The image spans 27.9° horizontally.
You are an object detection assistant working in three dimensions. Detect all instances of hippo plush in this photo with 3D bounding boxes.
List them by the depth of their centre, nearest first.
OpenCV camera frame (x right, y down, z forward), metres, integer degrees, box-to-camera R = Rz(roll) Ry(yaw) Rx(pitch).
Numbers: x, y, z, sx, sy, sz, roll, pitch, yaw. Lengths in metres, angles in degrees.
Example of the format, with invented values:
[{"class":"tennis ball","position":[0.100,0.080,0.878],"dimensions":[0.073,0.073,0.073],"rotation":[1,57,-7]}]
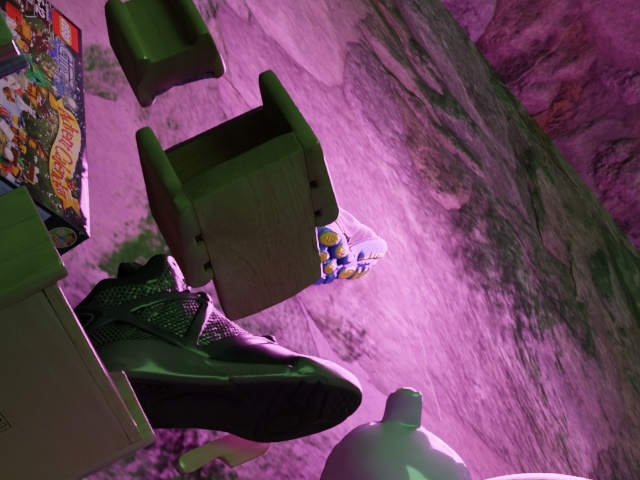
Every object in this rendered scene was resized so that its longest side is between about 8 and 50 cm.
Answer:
[{"class":"hippo plush","position":[0.087,0.267,1.023],"dimensions":[0.237,0.234,0.294],"rotation":[33,-2,17]}]

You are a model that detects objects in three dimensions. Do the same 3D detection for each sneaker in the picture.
[{"class":"sneaker","position":[-0.076,0.074,0.926],"dimensions":[0.228,0.087,0.130],"rotation":[9,43,-28]},{"class":"sneaker","position":[0.000,0.000,1.322],"dimensions":[0.078,0.067,0.188],"rotation":[44,17,21]}]

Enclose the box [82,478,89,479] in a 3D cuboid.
[{"class":"box","position":[-0.138,0.198,0.750],"dimensions":[0.178,0.042,0.109],"rotation":[41,28,-39]}]

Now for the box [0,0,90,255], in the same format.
[{"class":"box","position":[-0.239,-0.115,0.934],"dimensions":[0.159,0.044,0.233],"rotation":[39,29,-42]}]

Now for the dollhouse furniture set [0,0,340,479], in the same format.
[{"class":"dollhouse furniture set","position":[-0.183,-0.045,0.676],"dimensions":[0.303,0.286,0.198],"rotation":[59,-11,28]}]

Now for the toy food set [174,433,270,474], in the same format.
[{"class":"toy food set","position":[-0.050,0.234,0.921],"dimensions":[0.132,0.039,0.192],"rotation":[-8,74,-60]}]

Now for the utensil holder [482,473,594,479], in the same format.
[{"class":"utensil holder","position":[0.056,0.297,0.674],"dimensions":[0.385,0.328,0.327],"rotation":[11,51,-59]}]
